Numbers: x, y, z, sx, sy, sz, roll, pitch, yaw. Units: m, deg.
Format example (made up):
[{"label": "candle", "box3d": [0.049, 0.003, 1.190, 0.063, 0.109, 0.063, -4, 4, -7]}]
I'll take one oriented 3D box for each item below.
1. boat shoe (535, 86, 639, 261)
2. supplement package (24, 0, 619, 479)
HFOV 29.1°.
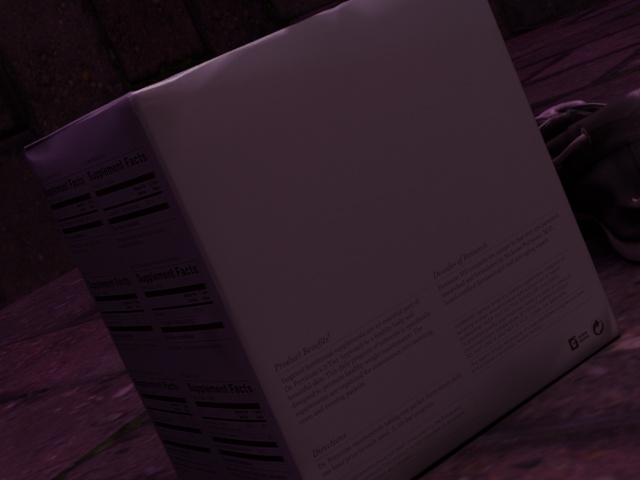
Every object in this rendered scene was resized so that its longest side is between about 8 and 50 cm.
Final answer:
[{"label": "boat shoe", "box3d": [0.189, -0.064, 0.832, 0.112, 0.096, 0.335, -24, 9, -1]}, {"label": "supplement package", "box3d": [0.000, 0.000, 0.603, 0.194, 0.203, 0.149, -28, 10, -29]}]
